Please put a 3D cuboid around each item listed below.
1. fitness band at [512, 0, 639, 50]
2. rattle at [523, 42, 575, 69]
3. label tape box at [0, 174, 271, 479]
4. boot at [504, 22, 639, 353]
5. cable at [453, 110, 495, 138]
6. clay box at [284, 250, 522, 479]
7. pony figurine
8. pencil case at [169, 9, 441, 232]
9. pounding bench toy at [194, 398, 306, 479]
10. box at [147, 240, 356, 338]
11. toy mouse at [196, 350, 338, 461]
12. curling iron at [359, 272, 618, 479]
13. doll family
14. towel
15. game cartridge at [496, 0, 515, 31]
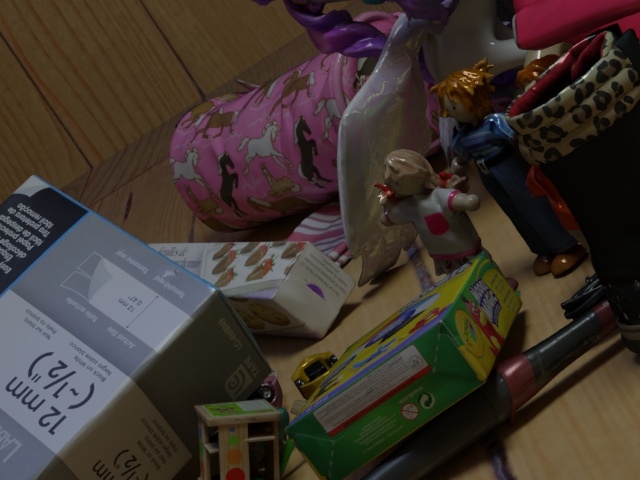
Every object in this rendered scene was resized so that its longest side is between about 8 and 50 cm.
[{"bbox_3d":[0.245,-0.160,1.124,0.209,0.054,0.291,-3,-3,-22],"label":"fitness band"},{"bbox_3d":[0.189,-0.138,1.374,0.130,0.200,0.143,-23,-14,-11],"label":"rattle"},{"bbox_3d":[-0.246,0.139,1.330,0.347,0.115,0.249,-45,46,-17],"label":"label tape box"},{"bbox_3d":[0.238,-0.065,1.073,0.236,0.178,0.085,-38,14,-14],"label":"boot"},{"bbox_3d":[0.145,-0.147,1.879,0.184,0.047,0.150,-32,13,2],"label":"cable"},{"bbox_3d":[0.062,0.077,1.179,0.127,0.053,0.222,-36,3,17],"label":"clay box"},{"bbox_3d":[0.119,-0.175,1.528,0.363,0.351,0.303,-7,27,21],"label":"pony figurine"},{"bbox_3d":[-0.013,-0.120,1.873,0.160,0.167,0.386,-20,1,-33],"label":"pencil case"},{"bbox_3d":[-0.042,0.149,1.245,0.083,0.065,0.052,-4,6,-14],"label":"pounding bench toy"},{"bbox_3d":[-0.084,0.043,1.626,0.063,0.067,0.324,-57,26,-18],"label":"box"},{"bbox_3d":[-0.043,0.136,1.343,0.143,0.031,0.161,-35,13,-9],"label":"toy mouse"},{"bbox_3d":[0.115,0.095,1.114,0.274,0.035,0.068,-39,1,-15],"label":"curling iron"},{"bbox_3d":[0.150,-0.053,1.270,0.118,0.163,0.263,-41,15,-29],"label":"doll family"},{"bbox_3d":[0.000,0.000,1.734,0.144,0.029,0.197,-16,22,50],"label":"towel"},{"bbox_3d":[0.261,-0.277,1.592,0.355,0.230,0.068,-12,46,29],"label":"game cartridge"}]
